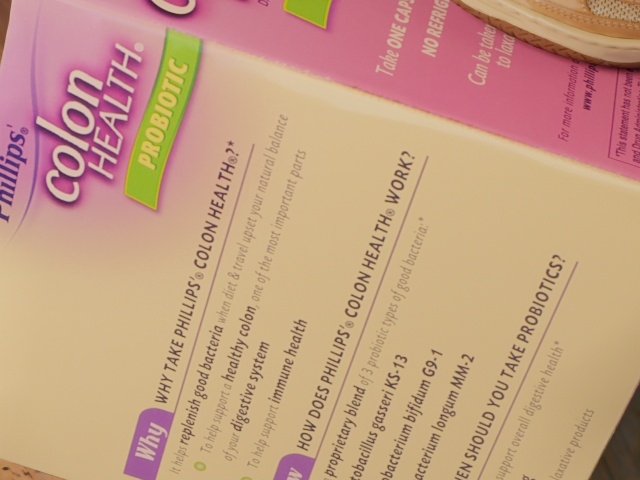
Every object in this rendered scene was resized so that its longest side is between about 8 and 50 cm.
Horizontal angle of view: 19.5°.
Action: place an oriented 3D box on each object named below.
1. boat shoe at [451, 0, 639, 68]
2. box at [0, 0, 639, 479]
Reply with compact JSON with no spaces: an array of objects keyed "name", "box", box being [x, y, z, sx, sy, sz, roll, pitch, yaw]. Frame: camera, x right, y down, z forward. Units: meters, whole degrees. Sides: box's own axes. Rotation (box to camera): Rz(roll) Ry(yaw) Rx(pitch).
[{"name":"boat shoe","box":[0.129,-0.097,0.621,0.190,0.068,0.072,11,145,-8]},{"name":"box","box":[0.000,0.000,0.695,0.243,0.117,0.213,17,128,-1]}]
